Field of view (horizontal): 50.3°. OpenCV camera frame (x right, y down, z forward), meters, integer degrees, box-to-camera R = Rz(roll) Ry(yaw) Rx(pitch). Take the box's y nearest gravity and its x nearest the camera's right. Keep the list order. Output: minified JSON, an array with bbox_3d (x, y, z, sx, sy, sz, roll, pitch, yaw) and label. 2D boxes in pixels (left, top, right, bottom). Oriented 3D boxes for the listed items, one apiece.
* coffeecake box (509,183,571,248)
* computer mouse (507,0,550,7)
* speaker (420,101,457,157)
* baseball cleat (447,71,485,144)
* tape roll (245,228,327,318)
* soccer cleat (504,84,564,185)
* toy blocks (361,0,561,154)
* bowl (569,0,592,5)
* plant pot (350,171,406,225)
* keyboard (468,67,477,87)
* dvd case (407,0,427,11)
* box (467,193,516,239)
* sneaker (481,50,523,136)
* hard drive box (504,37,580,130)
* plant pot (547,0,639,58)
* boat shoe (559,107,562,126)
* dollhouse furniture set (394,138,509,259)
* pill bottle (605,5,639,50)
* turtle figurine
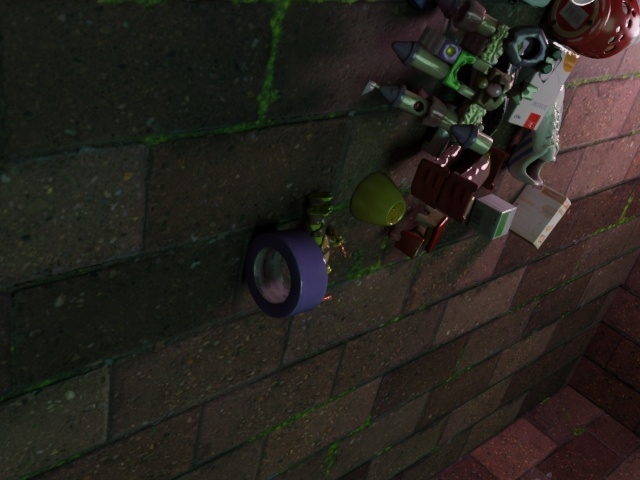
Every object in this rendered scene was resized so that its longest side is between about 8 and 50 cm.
[{"bbox_3d":[0.715,-0.091,2.273,0.185,0.142,0.068,-54,145,4],"label":"coffeecake box"},{"bbox_3d":[0.524,-0.612,1.662,0.193,0.042,0.106,-4,122,-46],"label":"computer mouse"},{"bbox_3d":[0.309,-0.279,1.731,0.055,0.055,0.136,11,112,-52],"label":"speaker"},{"bbox_3d":[0.353,-0.327,1.646,0.072,0.109,0.205,37,64,-43],"label":"baseball cleat"},{"bbox_3d":[-0.077,0.071,1.493,0.080,0.189,0.189,-12,129,-43],"label":"tape roll"},{"bbox_3d":[0.660,-0.315,2.002,0.116,0.143,0.331,-6,126,-30],"label":"soccer cleat"},{"bbox_3d":[0.270,-0.369,1.431,0.260,0.309,0.288,24,110,-19],"label":"toy blocks"},{"bbox_3d":[0.601,-0.716,1.596,0.298,0.134,0.297,-28,134,-33],"label":"bowl"},{"bbox_3d":[0.155,-0.090,1.691,0.134,0.095,0.134,-30,139,-29],"label":"plant pot"},{"bbox_3d":[0.378,-0.400,1.707,0.072,0.014,0.256,-79,174,-51],"label":"keyboard"},{"bbox_3d":[0.187,-0.593,1.349,0.180,0.022,0.253,-56,145,8],"label":"dvd case"},{"bbox_3d":[0.533,-0.074,2.120,0.087,0.102,0.101,-19,132,-41],"label":"box"},{"bbox_3d":[0.471,-0.399,1.770,0.124,0.107,0.283,-26,138,-40],"label":"sneaker"},{"bbox_3d":[0.577,-0.432,1.859,0.181,0.089,0.232,0,124,-48],"label":"hard drive box"},{"bbox_3d":[0.714,-0.589,1.798,0.174,0.191,0.191,1,120,-43],"label":"plant pot"},{"bbox_3d":[0.716,-0.362,2.114,0.063,0.066,0.184,-32,131,-24],"label":"boat shoe"},{"bbox_3d":[0.316,-0.075,1.748,0.201,0.152,0.374,-42,156,-40],"label":"dollhouse furniture set"},{"bbox_3d":[0.842,-0.612,1.968,0.229,0.131,0.131,-14,130,-41],"label":"pill bottle"},{"bbox_3d":[0.000,0.000,1.584,0.269,0.087,0.217,-61,152,-56],"label":"turtle figurine"}]
